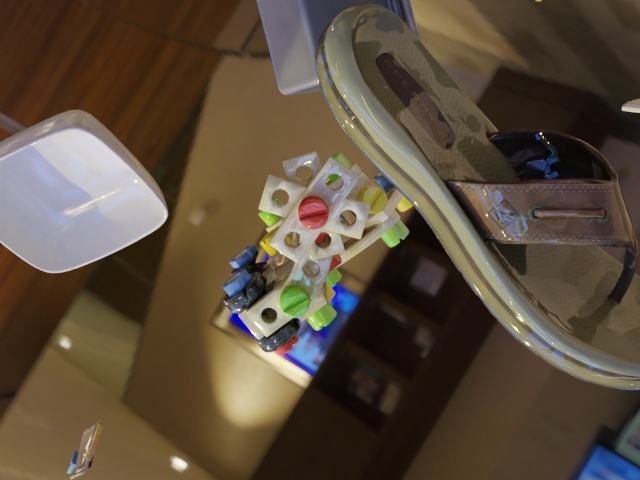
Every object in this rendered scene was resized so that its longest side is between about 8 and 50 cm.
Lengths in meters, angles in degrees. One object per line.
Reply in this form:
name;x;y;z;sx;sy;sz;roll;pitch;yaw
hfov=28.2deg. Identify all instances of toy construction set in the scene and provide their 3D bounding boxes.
toy construction set;0.000;0.000;1.328;0.151;0.215;0.328;54;-171;3

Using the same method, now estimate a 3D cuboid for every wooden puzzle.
wooden puzzle;-0.299;0.269;1.631;0.014;0.078;0.116;21;164;-17

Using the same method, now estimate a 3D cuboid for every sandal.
sandal;0.121;-0.028;0.750;0.303;0.086;0.120;46;-145;-8

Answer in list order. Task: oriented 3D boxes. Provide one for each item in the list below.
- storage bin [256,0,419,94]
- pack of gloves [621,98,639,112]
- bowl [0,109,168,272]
storage bin;0.002;-0.171;0.955;0.091;0.135;0.098;-16;-176;-37
pack of gloves;0.392;-0.153;1.049;0.232;0.195;0.046;22;135;61
bowl;-0.214;-0.046;1.062;0.142;0.142;0.053;49;-157;-42
